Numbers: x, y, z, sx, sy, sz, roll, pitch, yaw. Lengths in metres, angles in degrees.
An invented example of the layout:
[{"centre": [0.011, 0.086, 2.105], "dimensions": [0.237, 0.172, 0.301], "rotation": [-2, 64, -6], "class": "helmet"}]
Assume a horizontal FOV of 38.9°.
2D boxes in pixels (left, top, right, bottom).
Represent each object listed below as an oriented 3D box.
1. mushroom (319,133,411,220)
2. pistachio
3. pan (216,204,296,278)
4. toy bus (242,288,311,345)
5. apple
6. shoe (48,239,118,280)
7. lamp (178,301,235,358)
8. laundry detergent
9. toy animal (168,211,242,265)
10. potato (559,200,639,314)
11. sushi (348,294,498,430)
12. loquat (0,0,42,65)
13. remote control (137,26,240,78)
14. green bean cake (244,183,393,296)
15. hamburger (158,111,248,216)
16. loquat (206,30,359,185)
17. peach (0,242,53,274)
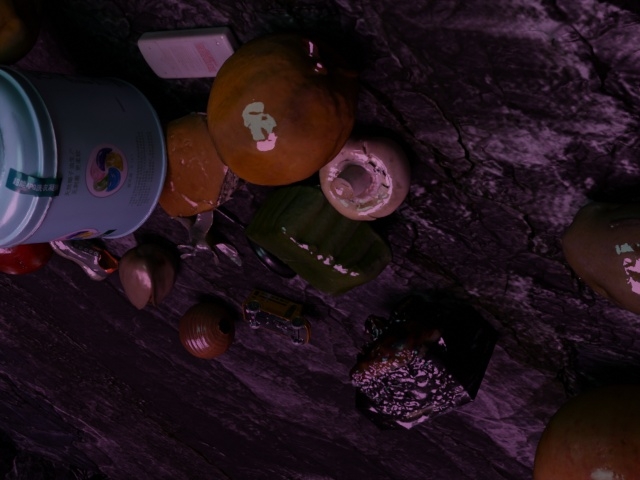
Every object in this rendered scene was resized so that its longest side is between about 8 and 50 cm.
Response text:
[{"centre": [0.069, -0.103, 1.458], "dimensions": [0.154, 0.122, 0.154], "rotation": [16, 121, 28], "class": "mushroom"}, {"centre": [-0.390, 0.084, 2.056], "dimensions": [0.130, 0.131, 0.206], "rotation": [0, 146, -8], "class": "pistachio"}, {"centre": [-0.127, -0.016, 1.741], "dimensions": [0.235, 0.136, 0.028], "rotation": [39, 114, -13], "class": "pan"}, {"centre": [-0.090, 0.169, 2.015], "dimensions": [0.162, 0.074, 0.069], "rotation": [19, 140, 16], "class": "toy bus"}, {"centre": [0.595, 0.445, 1.698], "dimensions": [0.400, 0.333, 0.400], "rotation": [7, 131, 8], "class": "apple"}, {"centre": [-0.562, 0.020, 2.159], "dimensions": [0.077, 0.074, 0.194], "rotation": [-16, 132, 33], "class": "shoe"}, {"centre": [-0.269, 0.214, 2.157], "dimensions": [0.136, 0.136, 0.136], "rotation": [19, 148, 13], "class": "lamp"}, {"centre": [-0.458, -0.135, 1.468], "dimensions": [0.287, 0.287, 0.305], "rotation": [3, -174, 34], "class": "laundry detergent"}, {"centre": [-0.260, -0.012, 1.860], "dimensions": [0.155, 0.095, 0.219], "rotation": [11, 144, 16], "class": "toy animal"}, {"centre": [0.467, 0.025, 1.329], "dimensions": [0.235, 0.160, 0.177], "rotation": [24, 127, 32], "class": "potato"}, {"centre": [0.177, 0.229, 1.772], "dimensions": [0.212, 0.215, 0.227], "rotation": [43, 146, -24], "class": "sushi"}, {"centre": [-0.571, -0.374, 1.437], "dimensions": [0.244, 0.244, 0.244], "rotation": [19, 148, 13], "class": "loquat"}, {"centre": [-0.207, -0.301, 1.459], "dimensions": [0.190, 0.029, 0.087], "rotation": [4, 141, 33], "class": "remote control"}, {"centre": [0.000, 0.000, 1.615], "dimensions": [0.222, 0.125, 0.248], "rotation": [38, 167, -15], "class": "green bean cake"}, {"centre": [-0.194, -0.144, 1.570], "dimensions": [0.245, 0.155, 0.282], "rotation": [28, 141, 16], "class": "hamburger"}, {"centre": [-0.057, -0.193, 1.328], "dimensions": [0.193, 0.238, 0.238], "rotation": [28, 153, -35], "class": "loquat"}, {"centre": [-0.730, -0.020, 2.149], "dimensions": [0.154, 0.158, 0.267], "rotation": [10, 143, 14], "class": "peach"}]
